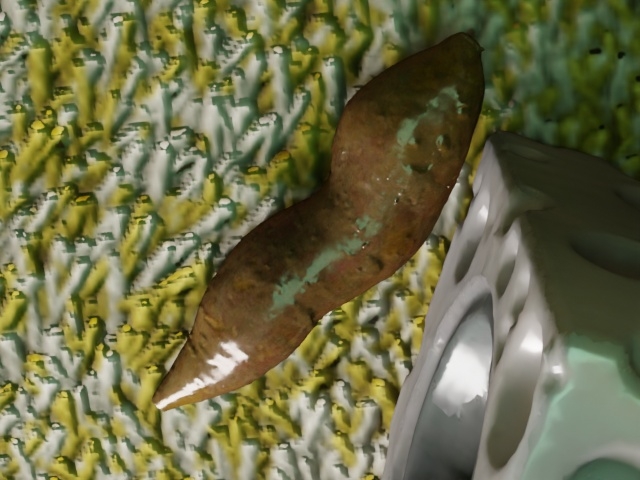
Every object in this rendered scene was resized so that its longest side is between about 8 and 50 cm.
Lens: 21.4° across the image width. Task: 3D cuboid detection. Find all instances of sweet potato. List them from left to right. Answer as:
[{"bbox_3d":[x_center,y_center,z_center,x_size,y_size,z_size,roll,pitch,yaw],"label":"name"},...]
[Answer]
[{"bbox_3d":[0.003,0.002,0.729,0.065,0.051,0.218,35,107,-14],"label":"sweet potato"}]

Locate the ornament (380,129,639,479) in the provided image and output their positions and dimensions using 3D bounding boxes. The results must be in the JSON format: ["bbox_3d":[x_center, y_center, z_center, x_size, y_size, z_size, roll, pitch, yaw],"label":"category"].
[{"bbox_3d":[0.151,0.126,0.669,0.240,0.239,0.239,16,109,-4],"label":"ornament"}]
